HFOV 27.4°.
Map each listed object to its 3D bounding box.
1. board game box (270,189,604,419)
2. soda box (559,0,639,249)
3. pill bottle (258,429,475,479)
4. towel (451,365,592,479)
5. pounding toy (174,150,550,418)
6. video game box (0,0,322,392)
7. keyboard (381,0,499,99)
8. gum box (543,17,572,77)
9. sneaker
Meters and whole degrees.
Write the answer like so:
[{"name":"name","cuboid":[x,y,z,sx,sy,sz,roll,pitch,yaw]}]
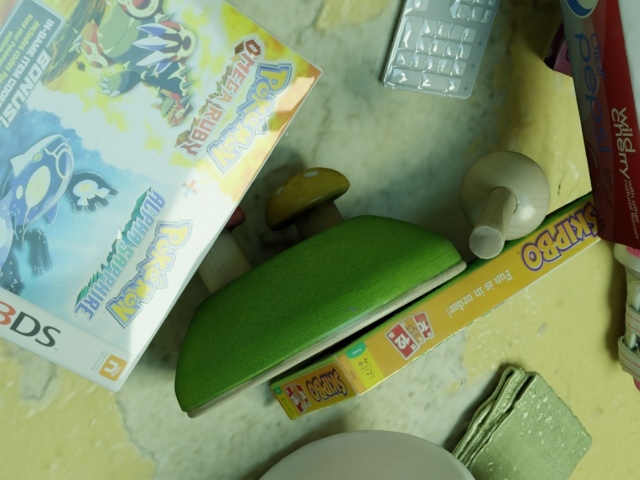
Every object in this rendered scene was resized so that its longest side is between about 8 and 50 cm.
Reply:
[{"name":"board game box","cuboid":[0.095,0.033,0.858,0.259,0.124,0.039,-33,89,-25]},{"name":"soda box","cuboid":[0.199,-0.129,0.775,0.092,0.083,0.263,-14,100,-12]},{"name":"pill bottle","cuboid":[0.047,0.293,0.921,0.169,0.169,0.302,-30,130,-24]},{"name":"towel","cuboid":[0.159,0.167,1.046,0.110,0.027,0.148,-52,135,-5]},{"name":"pounding toy","cuboid":[0.000,0.000,0.750,0.236,0.110,0.183,-31,176,22]},{"name":"video game box","cuboid":[-0.125,-0.050,0.648,0.187,0.048,0.205,32,91,-36]},{"name":"keyboard","cuboid":[0.099,-0.211,0.793,0.072,0.014,0.256,1,112,-41]},{"name":"gum box","cuboid":[0.233,-0.180,0.849,0.107,0.062,0.188,22,102,-1]},{"name":"sneaker","cuboid":[0.292,0.075,1.054,0.111,0.103,0.252,-53,135,-6]}]
